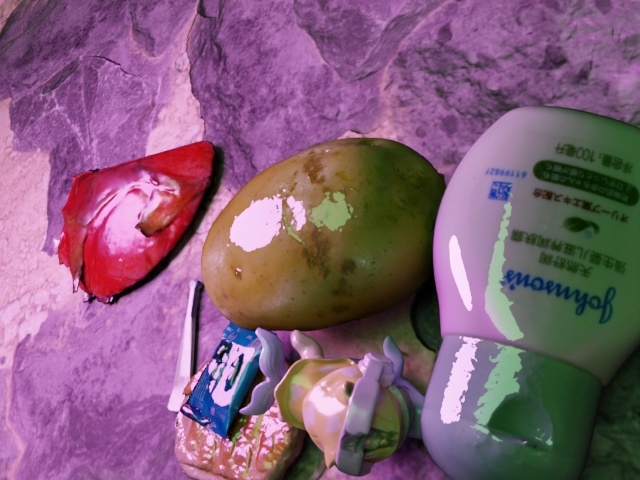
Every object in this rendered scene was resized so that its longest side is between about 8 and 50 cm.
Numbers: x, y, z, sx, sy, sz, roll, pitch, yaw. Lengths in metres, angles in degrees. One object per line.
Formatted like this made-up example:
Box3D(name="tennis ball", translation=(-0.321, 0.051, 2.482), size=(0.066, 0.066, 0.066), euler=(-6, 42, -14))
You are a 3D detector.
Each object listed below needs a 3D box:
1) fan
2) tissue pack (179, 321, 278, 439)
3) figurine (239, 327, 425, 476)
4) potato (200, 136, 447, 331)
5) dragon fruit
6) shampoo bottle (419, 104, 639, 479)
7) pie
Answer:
Box3D(name="fan", translation=(-0.185, 0.145, 0.906), size=(0.038, 0.016, 0.193), euler=(-10, 62, 26))
Box3D(name="tissue pack", translation=(-0.115, 0.162, 0.785), size=(0.085, 0.028, 0.138), euler=(18, 78, 39))
Box3D(name="figurine", translation=(0.019, 0.162, 0.656), size=(0.208, 0.184, 0.128), euler=(11, 93, 10))
Box3D(name="potato", translation=(-0.001, -0.003, 0.737), size=(0.304, 0.216, 0.216), euler=(-11, 61, 26))
Box3D(name="dragon fruit", translation=(-0.333, -0.039, 1.053), size=(0.343, 0.100, 0.282), euler=(-9, 66, 31))
Box3D(name="shampoo bottle", translation=(0.197, 0.062, 0.593), size=(0.222, 0.151, 0.349), euler=(19, 77, 6))
Box3D(name="pie", translation=(-0.098, 0.216, 0.791), size=(0.195, 0.046, 0.195), euler=(-15, 61, 28))
